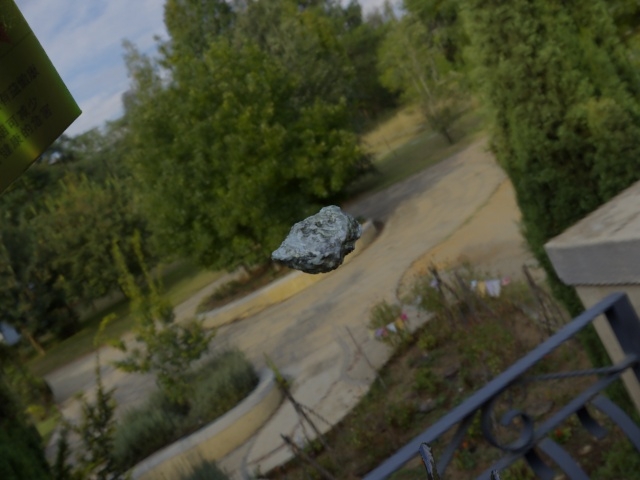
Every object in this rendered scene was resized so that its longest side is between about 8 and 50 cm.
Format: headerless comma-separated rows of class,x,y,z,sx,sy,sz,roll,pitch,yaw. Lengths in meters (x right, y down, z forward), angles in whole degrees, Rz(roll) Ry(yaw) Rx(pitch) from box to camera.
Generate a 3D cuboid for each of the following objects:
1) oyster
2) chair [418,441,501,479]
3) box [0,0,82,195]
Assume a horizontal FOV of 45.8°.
oyster,-0.001,0.000,0.985,0.100,0.098,0.037,-64,11,0
chair,0.211,0.469,1.083,0.160,0.186,0.319,-58,20,22
box,-0.370,-0.197,0.738,0.043,0.311,0.173,10,52,29
